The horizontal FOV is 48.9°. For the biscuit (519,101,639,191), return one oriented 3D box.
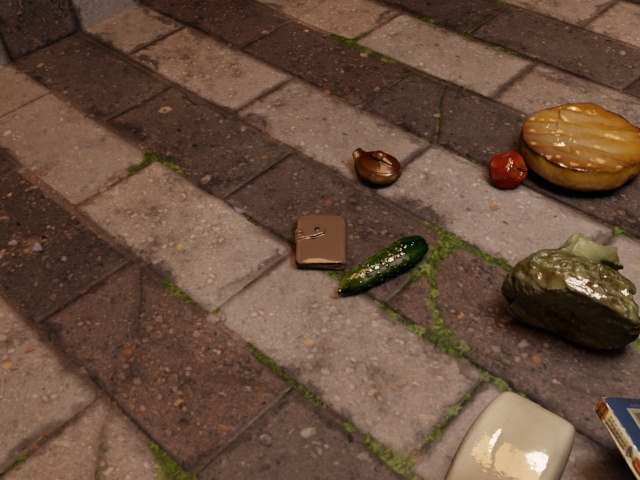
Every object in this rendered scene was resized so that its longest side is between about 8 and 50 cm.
[{"bbox_3d":[0.618,-0.218,1.668,0.296,0.102,0.296,0,42,0],"label":"biscuit"}]

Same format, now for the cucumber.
[{"bbox_3d":[0.127,0.052,1.455,0.227,0.069,0.069,-27,49,-19],"label":"cucumber"}]

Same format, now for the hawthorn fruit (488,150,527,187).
[{"bbox_3d":[0.435,-0.164,1.648,0.093,0.093,0.093,-2,45,2],"label":"hawthorn fruit"}]

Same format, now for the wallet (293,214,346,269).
[{"bbox_3d":[0.000,0.000,1.536,0.118,0.039,0.153,0,46,1],"label":"wallet"}]

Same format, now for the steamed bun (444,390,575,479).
[{"bbox_3d":[0.288,0.345,1.077,0.146,0.164,0.242,24,52,27],"label":"steamed bun"}]

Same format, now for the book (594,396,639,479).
[{"bbox_3d":[0.601,0.409,0.986,0.300,0.039,0.428,11,38,-26],"label":"book"}]

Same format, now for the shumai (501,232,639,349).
[{"bbox_3d":[0.488,0.074,1.321,0.256,0.189,0.218,23,52,18],"label":"shumai"}]

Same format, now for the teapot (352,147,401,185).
[{"bbox_3d":[0.134,-0.183,1.682,0.129,0.078,0.098,31,54,31],"label":"teapot"}]
